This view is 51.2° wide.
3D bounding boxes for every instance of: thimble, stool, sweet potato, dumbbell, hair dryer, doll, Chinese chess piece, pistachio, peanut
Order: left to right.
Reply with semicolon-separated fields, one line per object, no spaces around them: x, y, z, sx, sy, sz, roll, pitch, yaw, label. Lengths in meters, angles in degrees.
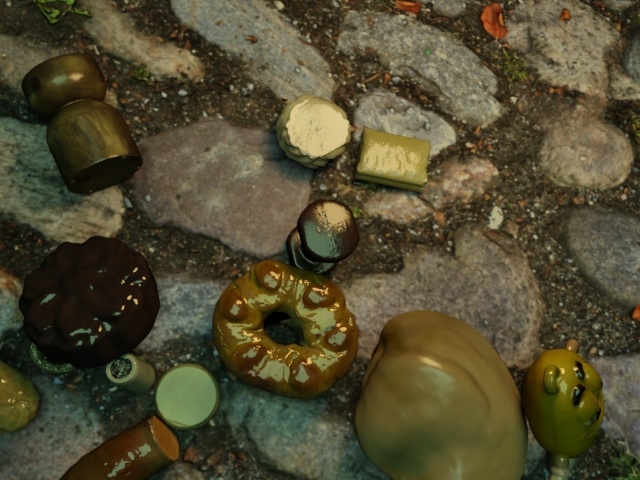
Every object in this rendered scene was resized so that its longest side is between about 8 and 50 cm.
-0.719;0.279;1.381;0.306;0.147;0.147;41;76;3;peanut
-0.572;0.248;1.450;0.110;0.062;0.084;40;77;3;thimble
-0.536;-0.259;1.506;0.179;0.179;0.264;-25;82;-12;stool
-0.456;0.492;1.377;0.337;0.131;0.131;-33;84;-13;sweet potato
-0.455;0.222;1.450;0.073;0.131;0.236;-36;71;-10;hair dryer
-0.293;0.343;1.469;0.144;0.058;0.144;1;78;-5;Chinese chess piece
0.000;0.000;1.494;0.124;0.225;0.140;-15;81;-13;dumbbell
0.249;0.367;1.417;0.366;0.281;0.445;-19;78;-11;pistachio
0.517;0.381;1.418;0.161;0.423;0.347;3;96;26;doll

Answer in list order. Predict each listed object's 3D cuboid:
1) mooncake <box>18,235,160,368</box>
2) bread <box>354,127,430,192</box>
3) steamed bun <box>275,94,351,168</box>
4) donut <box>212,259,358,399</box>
-0.484;0.121;1.394;0.283;0.141;0.282;-4;50;5;mooncake
0.179;-0.200;1.646;0.179;0.060;0.139;9;77;-5;bread
-0.019;-0.257;1.612;0.183;0.106;0.182;1;81;-7;steamed bun
-0.080;0.201;1.479;0.299;0.150;0.317;-28;83;-12;donut
